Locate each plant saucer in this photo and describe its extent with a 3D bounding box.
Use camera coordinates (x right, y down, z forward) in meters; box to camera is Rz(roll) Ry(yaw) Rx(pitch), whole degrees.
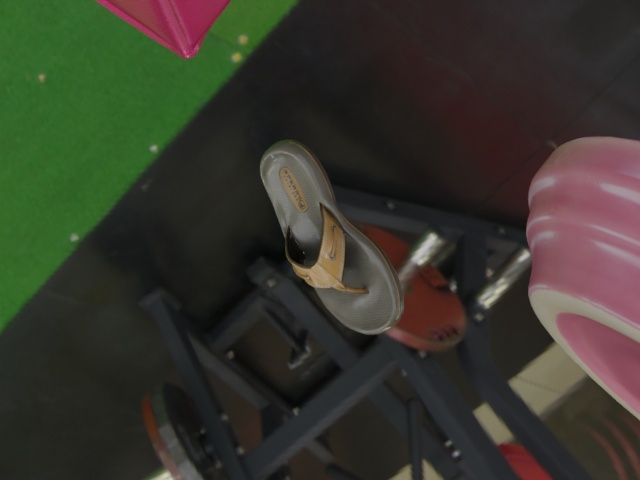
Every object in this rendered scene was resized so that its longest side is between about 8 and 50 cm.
[{"bbox_3d":[0.244,0.078,0.570,0.084,0.332,0.332,-50,144,-6],"label":"plant saucer"}]

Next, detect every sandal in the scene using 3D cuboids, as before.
[{"bbox_3d":[0.000,0.000,0.979,0.090,0.219,0.060,-31,176,34],"label":"sandal"}]

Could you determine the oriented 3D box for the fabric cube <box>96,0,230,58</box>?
[{"bbox_3d":[-0.128,-0.319,0.608,0.254,0.259,0.258,-54,167,-10],"label":"fabric cube"}]
